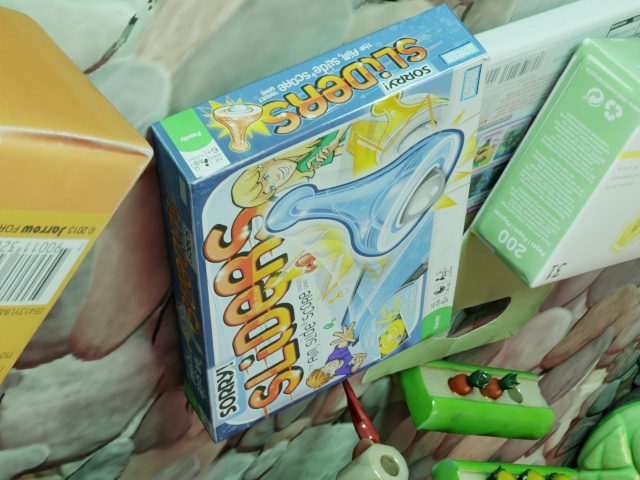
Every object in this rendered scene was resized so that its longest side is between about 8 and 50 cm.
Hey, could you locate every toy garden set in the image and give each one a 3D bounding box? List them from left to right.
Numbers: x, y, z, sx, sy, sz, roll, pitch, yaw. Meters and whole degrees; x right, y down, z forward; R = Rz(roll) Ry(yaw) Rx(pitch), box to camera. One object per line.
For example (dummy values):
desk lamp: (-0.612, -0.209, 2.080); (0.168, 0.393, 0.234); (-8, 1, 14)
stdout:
toy garden set: (0.096, 0.162, 0.806); (0.204, 0.244, 0.049); (11, 138, -40)

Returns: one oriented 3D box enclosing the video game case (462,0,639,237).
video game case: (0.100, -0.058, 0.744); (0.157, 0.019, 0.143); (-23, 147, -36)

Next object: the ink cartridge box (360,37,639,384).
ink cartridge box: (0.140, -0.004, 0.799); (0.171, 0.056, 0.235); (-10, 137, -49)

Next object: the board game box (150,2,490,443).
board game box: (0.000, 0.000, 0.650); (0.136, 0.035, 0.201); (-25, 148, -17)

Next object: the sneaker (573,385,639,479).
sneaker: (0.361, 0.213, 1.366); (0.483, 0.185, 0.202); (49, 53, -57)

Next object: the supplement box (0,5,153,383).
supplement box: (-0.155, 0.036, 0.467); (0.233, 0.078, 0.080); (-52, 155, 17)
